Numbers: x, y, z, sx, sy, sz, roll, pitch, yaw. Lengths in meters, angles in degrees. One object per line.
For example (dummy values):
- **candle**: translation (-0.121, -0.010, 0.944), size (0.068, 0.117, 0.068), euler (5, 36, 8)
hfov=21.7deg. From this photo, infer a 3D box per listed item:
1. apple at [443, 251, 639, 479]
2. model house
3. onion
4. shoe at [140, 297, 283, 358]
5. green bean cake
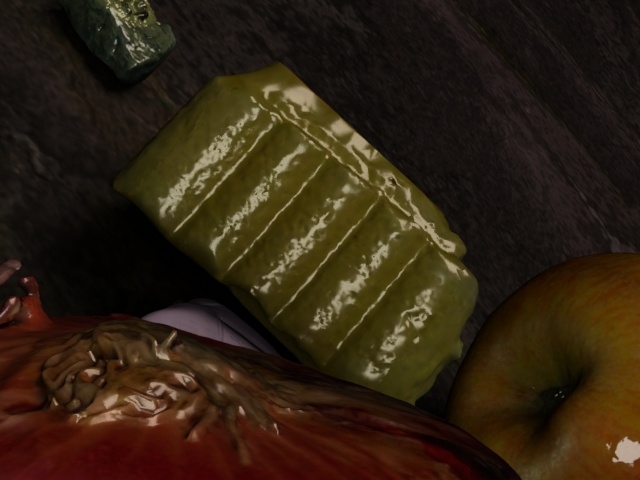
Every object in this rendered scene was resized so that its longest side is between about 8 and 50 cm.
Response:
- **apple**: translation (0.209, 0.134, 1.159), size (0.264, 0.264, 0.264), euler (39, 27, -24)
- **model house**: translation (-0.136, -0.158, 1.198), size (0.083, 0.066, 0.079), euler (55, 26, 6)
- **onion**: translation (-0.080, 0.169, 0.650), size (0.347, 0.285, 0.347), euler (13, 8, -2)
- **shoe**: translation (-0.027, 0.128, 0.953), size (0.245, 0.095, 0.137), euler (43, 26, -3)
- **green bean cake**: translation (0.000, 0.000, 1.046), size (0.233, 0.124, 0.236), euler (44, 1, 0)
